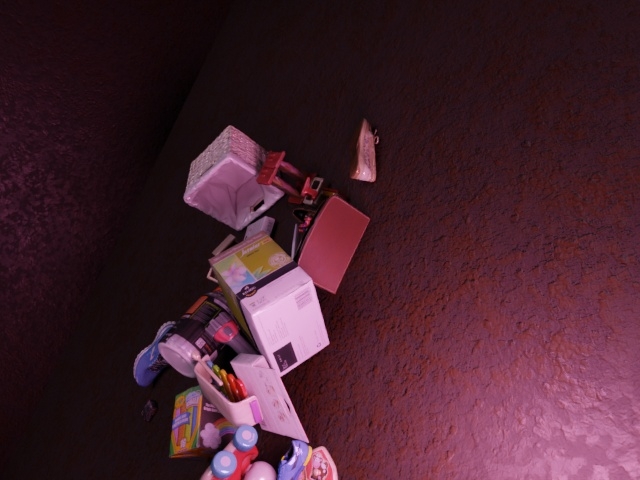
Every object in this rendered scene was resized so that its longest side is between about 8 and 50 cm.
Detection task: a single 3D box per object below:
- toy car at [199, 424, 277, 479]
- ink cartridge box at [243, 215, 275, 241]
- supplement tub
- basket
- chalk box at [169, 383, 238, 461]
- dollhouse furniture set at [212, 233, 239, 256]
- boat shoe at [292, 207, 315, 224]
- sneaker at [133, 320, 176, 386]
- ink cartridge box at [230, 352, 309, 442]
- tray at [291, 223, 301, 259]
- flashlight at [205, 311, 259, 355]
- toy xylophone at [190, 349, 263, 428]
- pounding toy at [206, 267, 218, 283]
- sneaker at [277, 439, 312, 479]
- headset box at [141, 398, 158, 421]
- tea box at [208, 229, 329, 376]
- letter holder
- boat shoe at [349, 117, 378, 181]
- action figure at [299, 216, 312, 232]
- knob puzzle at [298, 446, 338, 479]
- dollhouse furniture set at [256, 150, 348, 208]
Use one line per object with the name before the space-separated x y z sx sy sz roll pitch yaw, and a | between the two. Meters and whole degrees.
toy car | -0.225 0.739 1.518 0.210 0.238 0.219 -41 -16 -51
ink cartridge box | -0.287 0.002 2.191 0.225 0.056 0.180 -24 49 61
supplement tub | -0.447 0.347 1.929 0.207 0.207 0.338 -8 32 45
basket | -0.393 -0.280 2.243 0.328 0.331 0.266 -36 43 26
chalk box | -0.421 0.641 1.820 0.179 0.180 0.288 -30 46 32
dollhouse furniture set | -0.287 0.098 1.925 0.212 0.161 0.242 -48 43 -14
boat shoe | -0.036 -0.079 1.935 0.207 0.073 0.073 20 81 50
sneaker | -0.745 0.538 2.274 0.330 0.130 0.147 -58 36 3
ink cartridge box | -0.149 0.494 1.568 0.239 0.275 0.060 -7 20 44
tray | -0.096 0.084 1.888 0.145 0.030 0.270 103 171 -60
flashlight | -0.278 0.394 1.773 0.304 0.103 0.103 43 113 10
toy xylophone | -0.322 0.482 1.630 0.081 0.236 0.323 -31 44 -32
pounding toy | -0.351 0.121 2.129 0.206 0.094 0.181 23 90 15
sneaker | -0.106 0.701 1.487 0.209 0.082 0.069 -63 24 -7
headset box | -0.773 0.767 2.238 0.083 0.032 0.062 -58 39 5
tea box | -0.167 0.204 1.622 0.220 0.329 0.323 -31 45 -20
letter holder | 0.000 0.000 1.731 0.152 0.214 0.301 19 82 51
boat shoe | 0.168 -0.341 1.879 0.104 0.089 0.285 131 151 -57
action figure | -0.051 -0.059 1.720 0.038 0.030 0.115 -60 8 -21
knob puzzle | -0.023 0.710 1.462 0.213 0.030 0.213 -27 49 35
dollhouse furniture set | -0.065 -0.237 1.960 0.374 0.201 0.152 17 80 51
